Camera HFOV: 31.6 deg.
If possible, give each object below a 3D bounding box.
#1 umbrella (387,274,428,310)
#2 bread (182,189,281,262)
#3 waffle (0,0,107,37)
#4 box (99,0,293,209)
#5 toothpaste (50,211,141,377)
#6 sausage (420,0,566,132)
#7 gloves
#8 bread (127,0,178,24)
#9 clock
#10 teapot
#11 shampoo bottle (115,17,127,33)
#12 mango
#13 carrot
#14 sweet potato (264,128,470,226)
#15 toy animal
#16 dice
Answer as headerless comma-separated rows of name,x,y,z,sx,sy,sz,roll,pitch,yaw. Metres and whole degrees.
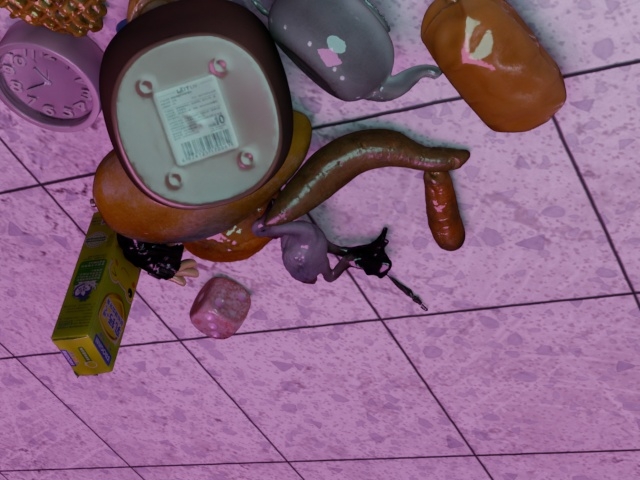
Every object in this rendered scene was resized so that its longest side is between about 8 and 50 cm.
umbrella,0.165,0.097,2.121,0.122,0.013,0.022,42,158,-29
bread,-0.186,-0.036,2.003,0.260,0.134,0.129,18,143,1
waffle,-0.424,-0.384,1.744,0.194,0.051,0.149,19,144,-1
box,-0.172,-0.181,1.585,0.301,0.216,0.300,-2,109,-6
toothpaste,-0.403,0.089,2.093,0.077,0.327,0.110,-5,135,14
sausage,0.240,-0.252,1.577,0.136,0.120,0.241,-34,120,29
gloves,-0.304,0.012,2.094,0.124,0.164,0.203,-16,117,8
bread,-0.230,-0.318,1.696,0.122,0.073,0.149,-37,121,17
clock,-0.447,-0.272,1.876,0.197,0.068,0.196,12,141,9
teapot,0.021,-0.289,1.591,0.294,0.129,0.193,42,179,2
shampoo bottle,-0.298,-0.251,1.845,0.104,0.061,0.258,14,142,6
mango,-0.191,-0.109,1.833,0.384,0.198,0.221,-20,162,5
carrot,0.202,-0.055,1.886,0.060,0.060,0.186,0,136,22
sweet potato,0.063,-0.120,1.808,0.346,0.108,0.079,-17,177,0
toy animal,-0.025,0.007,1.975,0.324,0.090,0.195,19,139,-39
dice,-0.200,0.135,2.250,0.091,0.094,0.093,32,142,-18
